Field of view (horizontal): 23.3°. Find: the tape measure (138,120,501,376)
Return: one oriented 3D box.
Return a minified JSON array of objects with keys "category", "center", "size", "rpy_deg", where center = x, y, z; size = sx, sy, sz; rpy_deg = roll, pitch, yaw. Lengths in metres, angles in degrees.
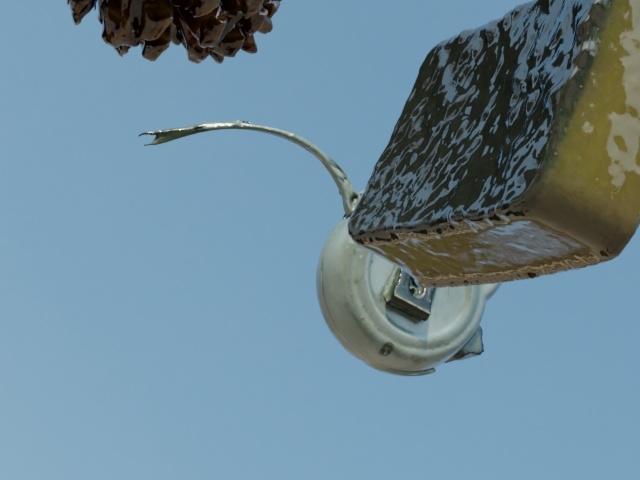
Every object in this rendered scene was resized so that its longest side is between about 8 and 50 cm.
[{"category":"tape measure","center":[0.001,-0.001,1.284],"size":[0.330,0.164,0.084],"rpy_deg":[24,-27,-17]}]

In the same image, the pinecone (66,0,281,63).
[{"category":"pinecone","center":[-0.096,-0.191,1.047],"size":[0.174,0.173,0.173],"rpy_deg":[20,-42,19]}]

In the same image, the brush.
[{"category":"brush","center":[0.088,-0.047,0.704],"size":[0.059,0.123,0.197],"rpy_deg":[27,-15,-17]}]
